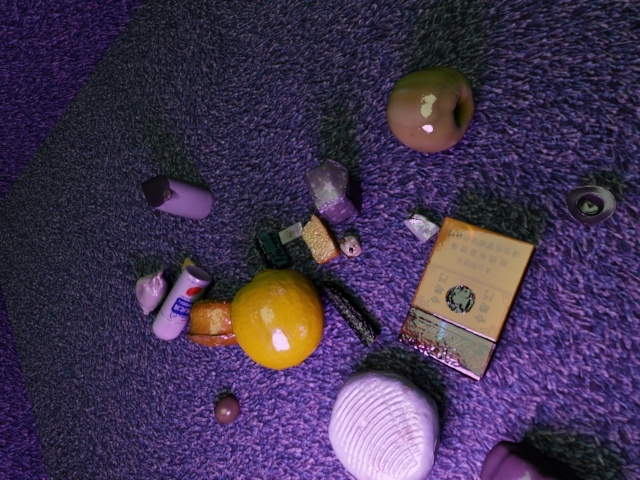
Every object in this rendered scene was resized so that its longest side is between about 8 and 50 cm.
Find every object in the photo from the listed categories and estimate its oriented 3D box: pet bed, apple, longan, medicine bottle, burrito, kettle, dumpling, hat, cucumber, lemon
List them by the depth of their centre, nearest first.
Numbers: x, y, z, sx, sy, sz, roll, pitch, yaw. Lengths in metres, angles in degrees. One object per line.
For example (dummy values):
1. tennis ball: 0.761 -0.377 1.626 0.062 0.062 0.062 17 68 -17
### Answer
1. hat: 0.734 -0.097 1.116 0.121 0.050 0.121 -2 85 24
2. apple: 0.344 -0.412 1.293 0.280 0.279 0.278 -5 79 29
3. burrito: 0.332 -0.048 1.338 0.074 0.044 0.118 -49 65 17
4. lemon: -0.142 0.265 1.398 0.349 0.348 0.347 -5 79 29
5. cucumber: 0.092 0.238 1.410 0.072 0.072 0.300 -49 63 14
6. pet bed: 0.060 -0.176 1.420 0.160 0.211 0.183 -28 68 13
7. hat: 0.103 0.019 1.450 0.076 0.059 0.077 -25 66 19
8. longan: -0.364 0.655 1.590 0.106 0.106 0.119 -44 25 16
9. medicine bottle: -0.609 0.280 1.765 0.130 0.130 0.340 39 101 29
10. kettle: -0.641 -0.196 1.792 0.241 0.255 0.165 21 95 31
11. dumpling: -0.786 0.222 1.892 0.246 0.143 0.172 -59 25 16

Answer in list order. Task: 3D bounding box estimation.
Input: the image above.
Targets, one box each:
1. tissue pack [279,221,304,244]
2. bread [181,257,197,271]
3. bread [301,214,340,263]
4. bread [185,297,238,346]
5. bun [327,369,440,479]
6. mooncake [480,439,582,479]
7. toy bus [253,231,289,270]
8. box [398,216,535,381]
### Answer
1. tissue pack: -0.110 -0.028 1.596 0.108 0.023 0.056 -27 70 24
2. bread: -0.591 0.127 1.836 0.070 0.035 0.083 35 106 30
3. bread: 0.000 0.000 1.508 0.103 0.065 0.187 -42 66 19
4. bread: -0.407 0.321 1.616 0.341 0.179 0.194 -3 80 29
5. bun: 0.199 0.561 1.226 0.355 0.194 0.353 -7 76 30
6. mooncake: 0.535 0.607 1.012 0.245 0.245 0.133 23 89 30
7. toy bus: -0.189 0.050 1.587 0.160 0.092 0.079 61 140 23
8. box: 0.429 0.168 1.208 0.265 0.116 0.414 24 93 29
